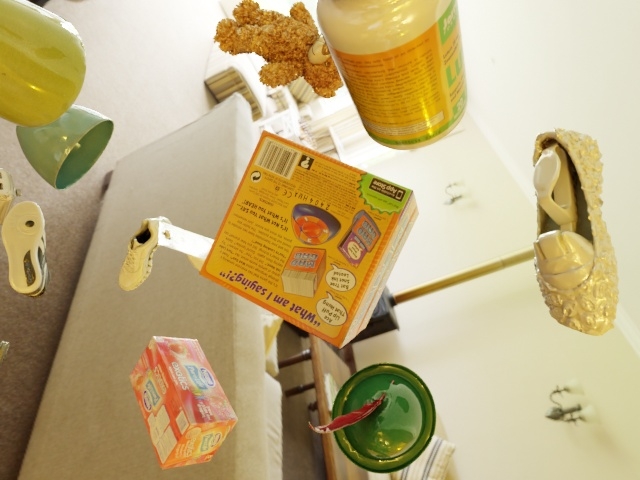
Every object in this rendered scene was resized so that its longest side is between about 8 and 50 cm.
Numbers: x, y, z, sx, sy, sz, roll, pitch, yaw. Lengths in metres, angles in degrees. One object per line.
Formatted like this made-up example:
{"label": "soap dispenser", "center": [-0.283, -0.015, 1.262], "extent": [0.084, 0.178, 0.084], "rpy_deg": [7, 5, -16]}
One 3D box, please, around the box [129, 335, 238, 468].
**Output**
{"label": "box", "center": [-0.363, 0.407, 1.138], "extent": [0.142, 0.154, 0.300], "rpy_deg": [20, 18, -47]}

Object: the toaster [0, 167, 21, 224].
{"label": "toaster", "center": [-0.975, -0.133, 1.221], "extent": [0.227, 0.146, 0.129], "rpy_deg": [9, 48, -50]}

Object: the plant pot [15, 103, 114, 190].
{"label": "plant pot", "center": [-0.852, -0.335, 1.429], "extent": [0.196, 0.290, 0.290], "rpy_deg": [35, 22, -13]}

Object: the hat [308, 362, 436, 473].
{"label": "hat", "center": [0.106, 0.280, 0.654], "extent": [0.172, 0.209, 0.183], "rpy_deg": [59, -13, 10]}

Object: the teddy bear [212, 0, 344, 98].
{"label": "teddy bear", "center": [-0.084, -0.467, 1.027], "extent": [0.338, 0.245, 0.113], "rpy_deg": [42, -28, 16]}

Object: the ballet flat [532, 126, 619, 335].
{"label": "ballet flat", "center": [0.451, -0.031, 0.825], "extent": [0.147, 0.147, 0.407], "rpy_deg": [44, 47, -61]}

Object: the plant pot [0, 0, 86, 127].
{"label": "plant pot", "center": [-0.697, -0.403, 0.886], "extent": [0.293, 0.275, 0.274], "rpy_deg": [5, 65, -79]}

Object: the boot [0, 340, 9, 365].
{"label": "boot", "center": [-0.756, 0.236, 0.861], "extent": [0.209, 0.189, 0.076], "rpy_deg": [32, 21, -26]}

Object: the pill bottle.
{"label": "pill bottle", "center": [0.077, -0.219, 0.466], "extent": [0.245, 0.137, 0.136], "rpy_deg": [49, 24, -57]}

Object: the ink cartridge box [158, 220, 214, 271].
{"label": "ink cartridge box", "center": [-0.390, 0.033, 1.352], "extent": [0.233, 0.066, 0.189], "rpy_deg": [17, 16, -25]}

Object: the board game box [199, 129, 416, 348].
{"label": "board game box", "center": [0.000, 0.000, 1.083], "extent": [0.357, 0.355, 0.356], "rpy_deg": [25, 2, 15]}

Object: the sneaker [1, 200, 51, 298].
{"label": "sneaker", "center": [-0.673, 0.028, 1.013], "extent": [0.121, 0.079, 0.216], "rpy_deg": [133, -50, -62]}

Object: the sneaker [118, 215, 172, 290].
{"label": "sneaker", "center": [-0.635, 0.043, 1.530], "extent": [0.110, 0.291, 0.118], "rpy_deg": [30, 5, 9]}
